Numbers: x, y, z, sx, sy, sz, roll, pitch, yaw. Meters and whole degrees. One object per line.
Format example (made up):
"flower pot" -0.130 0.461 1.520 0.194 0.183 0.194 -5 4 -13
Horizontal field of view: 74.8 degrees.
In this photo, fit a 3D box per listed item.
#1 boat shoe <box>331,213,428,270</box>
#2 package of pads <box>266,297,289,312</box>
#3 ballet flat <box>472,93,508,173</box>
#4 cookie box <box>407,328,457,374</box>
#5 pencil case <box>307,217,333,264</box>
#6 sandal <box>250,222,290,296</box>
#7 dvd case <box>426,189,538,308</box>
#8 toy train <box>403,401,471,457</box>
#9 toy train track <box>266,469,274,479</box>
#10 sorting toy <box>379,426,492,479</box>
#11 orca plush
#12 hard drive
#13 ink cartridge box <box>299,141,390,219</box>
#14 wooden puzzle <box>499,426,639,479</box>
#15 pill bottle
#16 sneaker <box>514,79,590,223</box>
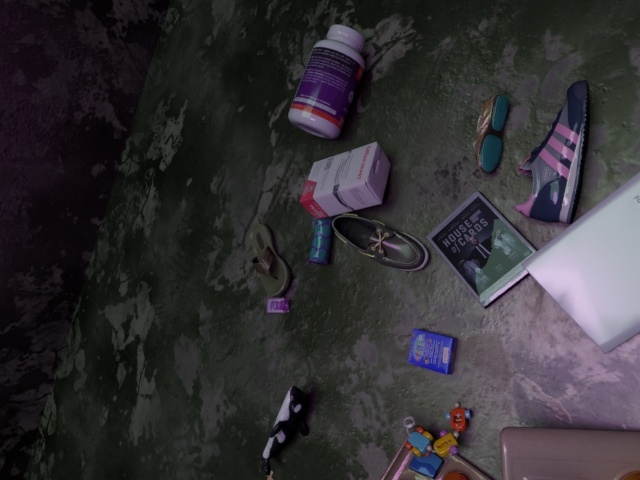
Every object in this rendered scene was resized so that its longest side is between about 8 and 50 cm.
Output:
"boat shoe" 0.159 0.002 1.186 0.304 0.091 0.109 27 97 39
"package of pads" -0.144 0.220 1.417 0.083 0.032 0.050 -8 78 37
"ballet flat" 0.425 -0.266 1.065 0.067 0.073 0.207 7 80 67
"cookie box" 0.282 0.279 1.057 0.107 0.040 0.092 7 84 40
"pencil case" 0.000 0.000 1.331 0.070 0.064 0.152 3 81 23
"sandal" -0.199 0.067 1.460 0.120 0.086 0.303 -42 57 23
"dvd case" 0.397 0.018 1.033 0.179 0.029 0.239 -46 56 21
"toy train" 0.281 0.458 0.992 0.166 0.046 0.125 -22 25 25
"toy train track" -0.170 0.764 1.322 0.048 0.014 0.083 31 100 39
"sorting toy" 0.227 0.618 0.947 0.229 0.041 0.307 26 72 38
"orca plush" -0.092 0.575 1.251 0.102 0.151 0.288 24 92 8
"hard drive" 0.625 0.023 0.824 0.353 0.047 0.233 -45 63 20
"ink cartridge box" 0.076 -0.175 1.251 0.237 0.100 0.172 -11 47 37
"wooden puzzle" 0.489 0.516 0.716 0.321 0.080 0.348 0 75 6
"pill bottle" 0.029 -0.505 1.350 0.181 0.181 0.323 25 96 39
"sneaker" 0.517 -0.200 0.935 0.131 0.112 0.319 9 84 37
